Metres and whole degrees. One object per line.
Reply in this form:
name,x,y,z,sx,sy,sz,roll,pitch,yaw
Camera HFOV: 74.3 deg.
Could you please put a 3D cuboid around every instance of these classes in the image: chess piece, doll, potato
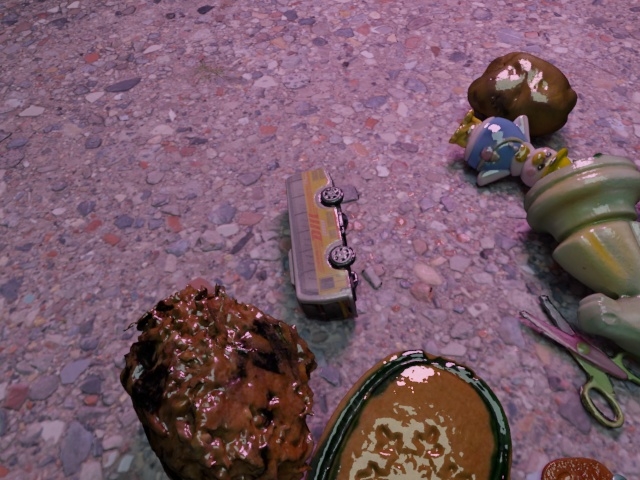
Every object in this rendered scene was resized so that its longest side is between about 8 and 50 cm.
chess piece,0.432,0.038,0.625,0.176,0.175,0.298,-9,66,-4
doll,0.363,-0.157,0.785,0.241,0.098,0.135,33,57,24
potato,0.407,-0.293,0.858,0.200,0.137,0.154,32,88,23

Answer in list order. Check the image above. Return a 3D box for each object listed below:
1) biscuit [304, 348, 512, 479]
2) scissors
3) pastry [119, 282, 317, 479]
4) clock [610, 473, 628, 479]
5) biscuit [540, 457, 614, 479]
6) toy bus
biscuit,0.127,0.305,0.499,0.287,0.057,0.343,26,61,19
scissors,0.379,0.159,0.612,0.134,0.020,0.187,-30,61,-21
pastry,-0.105,0.174,0.490,0.193,0.274,0.275,-29,59,-26
clock,0.284,0.342,0.431,0.189,0.060,0.148,-28,95,-28
biscuit,0.317,0.308,0.514,0.091,0.015,0.078,-2,57,2
toy bus,0.000,0.000,0.698,0.106,0.092,0.268,-12,55,5
